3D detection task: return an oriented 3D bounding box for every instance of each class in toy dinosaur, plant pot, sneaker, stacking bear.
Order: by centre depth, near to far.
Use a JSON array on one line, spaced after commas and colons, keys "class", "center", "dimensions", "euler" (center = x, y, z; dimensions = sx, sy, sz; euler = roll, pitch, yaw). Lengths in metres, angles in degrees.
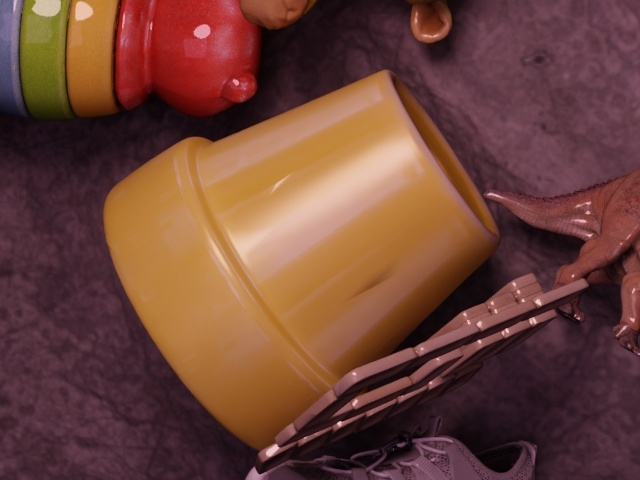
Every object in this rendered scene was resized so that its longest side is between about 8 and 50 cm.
[{"class": "toy dinosaur", "center": [0.283, -0.002, 1.125], "dimensions": [0.296, 0.127, 0.200], "euler": [31, 91, 34]}, {"class": "plant pot", "center": [0.000, 0.000, 1.127], "dimensions": [0.239, 0.254, 0.254], "euler": [-33, 88, 11]}, {"class": "sneaker", "center": [0.060, 0.190, 1.156], "dimensions": [0.105, 0.281, 0.115], "euler": [18, 93, 52]}, {"class": "stacking bear", "center": [-0.190, -0.168, 1.199], "dimensions": [0.289, 0.164, 0.175], "euler": [6, 53, 1]}]

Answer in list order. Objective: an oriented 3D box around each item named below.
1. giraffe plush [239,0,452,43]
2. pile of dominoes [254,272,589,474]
[{"class": "giraffe plush", "center": [0.045, -0.238, 1.140], "dimensions": [0.170, 0.210, 0.181], "euler": [20, 122, -6]}, {"class": "pile of dominoes", "center": [0.061, 0.087, 1.041], "dimensions": [0.196, 0.251, 0.040], "euler": [-45, 68, 48]}]
